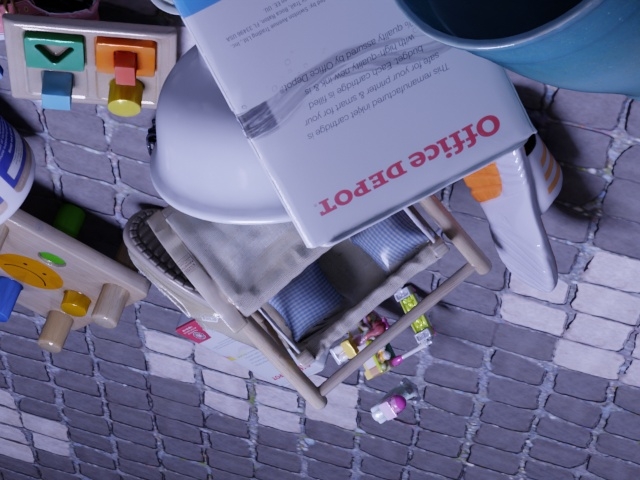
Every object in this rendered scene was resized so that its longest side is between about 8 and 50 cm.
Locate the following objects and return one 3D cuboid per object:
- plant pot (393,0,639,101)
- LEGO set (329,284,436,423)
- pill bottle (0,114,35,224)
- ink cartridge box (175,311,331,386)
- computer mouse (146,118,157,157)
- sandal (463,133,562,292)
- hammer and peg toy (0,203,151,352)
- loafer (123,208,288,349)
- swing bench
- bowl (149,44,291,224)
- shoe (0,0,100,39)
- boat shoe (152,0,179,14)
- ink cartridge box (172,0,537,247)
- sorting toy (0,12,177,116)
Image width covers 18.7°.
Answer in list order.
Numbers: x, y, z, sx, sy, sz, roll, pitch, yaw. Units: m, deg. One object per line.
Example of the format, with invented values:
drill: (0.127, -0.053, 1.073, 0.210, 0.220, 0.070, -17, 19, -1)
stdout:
plant pot: (0.229, -0.232, 1.547, 0.272, 0.271, 0.255, -5, 159, 39)
LEGO set: (0.043, 0.081, 2.425, 0.107, 0.132, 0.287, -32, 103, 37)
pill bottle: (-0.465, -0.131, 2.283, 0.153, 0.153, 0.264, 1, 148, 32)
ink cartridge box: (-0.085, 0.117, 2.602, 0.175, 0.072, 0.127, 29, 151, -21)
computer mouse: (-0.072, -0.062, 2.218, 0.272, 0.072, 0.188, 21, 170, -12)
sandal: (0.213, -0.058, 2.072, 0.102, 0.076, 0.265, 25, 150, 39)
hammer and peg toy: (-0.427, 0.008, 2.556, 0.361, 0.127, 0.266, 29, 154, -21)
loafer: (-0.140, 0.063, 2.459, 0.268, 0.102, 0.092, 36, 143, 0)
swing bench: (0.000, 0.000, 2.078, 0.254, 0.253, 0.165, 47, -176, -45)
bowl: (-0.036, -0.150, 1.884, 0.298, 0.298, 0.134, 5, 126, 26)
shoe: (-0.319, -0.251, 2.066, 0.178, 0.063, 0.081, 13, 152, 0)
boat shoe: (-0.016, -0.264, 1.817, 0.303, 0.114, 0.091, 5, -166, 24)
ink cartridge box: (0.014, -0.183, 1.671, 0.223, 0.129, 0.307, -27, 111, 2)
sorting toy: (-0.243, -0.177, 2.074, 0.348, 0.047, 0.196, 4, 159, -3)
